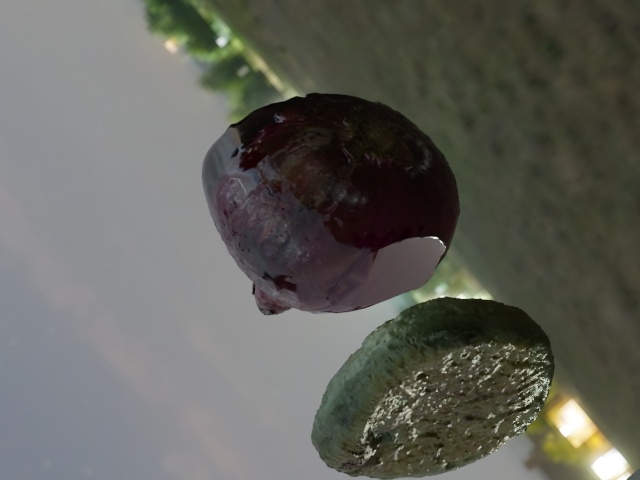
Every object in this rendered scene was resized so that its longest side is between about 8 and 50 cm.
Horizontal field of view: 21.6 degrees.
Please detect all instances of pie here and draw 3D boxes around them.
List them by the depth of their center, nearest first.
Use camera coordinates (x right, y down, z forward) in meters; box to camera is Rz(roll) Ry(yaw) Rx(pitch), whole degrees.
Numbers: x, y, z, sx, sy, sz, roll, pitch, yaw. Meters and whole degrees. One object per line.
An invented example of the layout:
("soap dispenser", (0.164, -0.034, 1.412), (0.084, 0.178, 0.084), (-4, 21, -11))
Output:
("pie", (0.121, 0.158, 1.759), (0.277, 0.277, 0.078), (48, -169, -54))

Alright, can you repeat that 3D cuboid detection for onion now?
("onion", (0.000, 0.000, 1.299), (0.195, 0.218, 0.140), (-3, -131, -35))

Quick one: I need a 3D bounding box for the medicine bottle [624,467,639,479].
("medicine bottle", (0.326, 0.149, 1.034), (0.190, 0.332, 0.190), (35, 143, 31))
